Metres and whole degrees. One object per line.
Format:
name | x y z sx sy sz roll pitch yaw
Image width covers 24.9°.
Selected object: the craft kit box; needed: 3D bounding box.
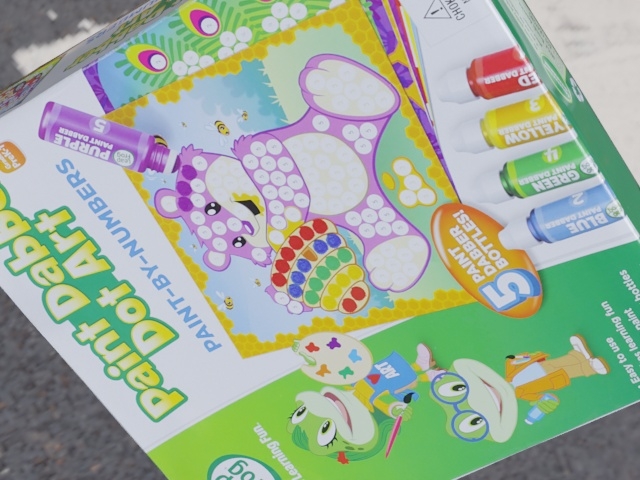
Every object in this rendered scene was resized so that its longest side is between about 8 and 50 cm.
craft kit box | 0.000 0.000 0.610 0.250 0.246 0.061 53 27 -22
